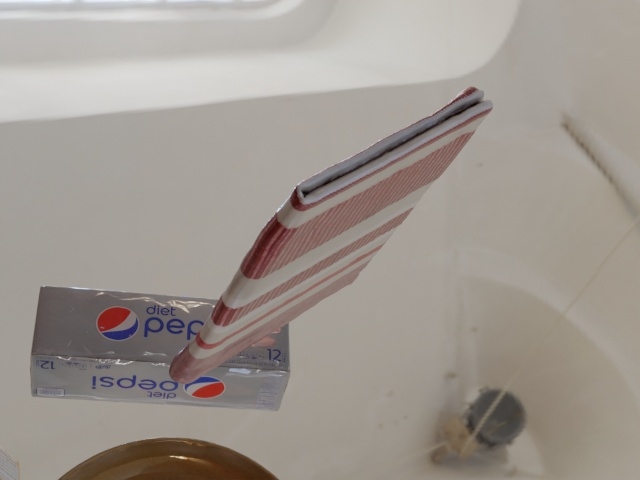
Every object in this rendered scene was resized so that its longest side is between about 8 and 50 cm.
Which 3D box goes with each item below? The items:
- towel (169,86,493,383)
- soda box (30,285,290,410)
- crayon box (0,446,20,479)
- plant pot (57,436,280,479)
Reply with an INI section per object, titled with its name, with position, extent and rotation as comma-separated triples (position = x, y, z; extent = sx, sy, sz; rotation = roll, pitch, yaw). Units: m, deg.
[towel]
position = 0.000, 0.000, 1.073
extent = 0.037, 0.237, 0.329
rotation = 51, -37, 11
[soda box]
position = -0.180, 0.124, 1.373
extent = 0.091, 0.286, 0.098
rotation = 105, -14, -49
[crayon box]
position = -0.593, 0.404, 1.985
extent = 0.203, 0.083, 0.323
rotation = 46, 1, -22
[plant pot]
position = -0.108, 0.259, 0.857
extent = 0.236, 0.236, 0.032
rotation = 58, -19, 17
